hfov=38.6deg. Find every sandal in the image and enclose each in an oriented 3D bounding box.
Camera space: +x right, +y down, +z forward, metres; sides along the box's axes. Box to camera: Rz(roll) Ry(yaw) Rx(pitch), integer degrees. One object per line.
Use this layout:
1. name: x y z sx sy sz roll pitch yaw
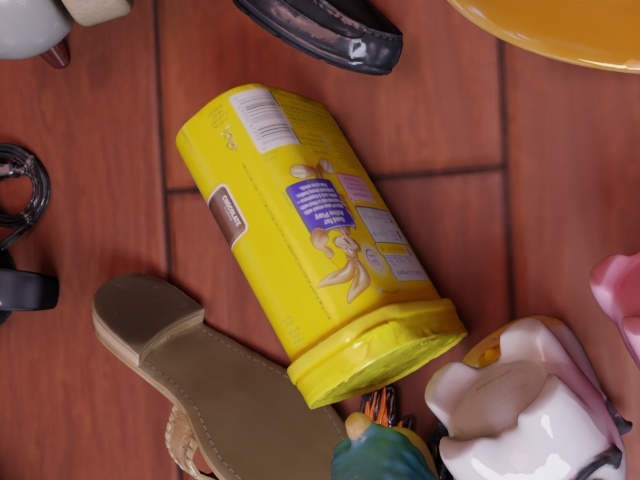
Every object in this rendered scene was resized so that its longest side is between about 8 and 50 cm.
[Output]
1. sandal: -0.065 0.118 0.600 0.240 0.088 0.079 39 138 29

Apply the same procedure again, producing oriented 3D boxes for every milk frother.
1. milk frother: -0.260 -0.003 0.651 0.129 0.135 0.143 -13 87 -4

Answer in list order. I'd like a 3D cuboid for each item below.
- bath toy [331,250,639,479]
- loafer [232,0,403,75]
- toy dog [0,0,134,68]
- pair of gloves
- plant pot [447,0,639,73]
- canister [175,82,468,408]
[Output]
1. bath toy: 0.173 0.057 0.436 0.348 0.151 0.129 -36 109 19
2. loafer: -0.029 -0.183 0.563 0.223 0.076 0.078 45 117 24
3. toy dog: -0.226 -0.249 0.630 0.220 0.161 0.334 2 80 1
4. pair of gloves: 0.060 0.123 0.556 0.083 0.010 0.074 4 91 25
5. plant pot: 0.163 -0.202 0.410 0.205 0.205 0.188 6 78 27
6. canister: 0.000 0.000 0.524 0.073 0.126 0.170 -37 72 23
